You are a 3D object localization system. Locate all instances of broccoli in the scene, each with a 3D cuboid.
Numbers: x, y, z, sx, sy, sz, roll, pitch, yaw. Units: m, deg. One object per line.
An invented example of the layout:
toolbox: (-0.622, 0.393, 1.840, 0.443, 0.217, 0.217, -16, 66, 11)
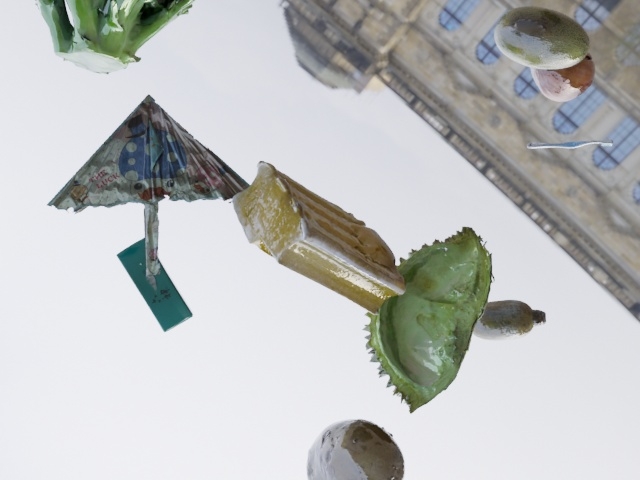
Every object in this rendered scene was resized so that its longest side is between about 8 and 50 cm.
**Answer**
broccoli: (-0.254, -0.333, 0.986, 0.261, 0.242, 0.269, 7, 176, 38)

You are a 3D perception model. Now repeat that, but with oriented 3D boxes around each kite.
kite: (-0.322, -0.111, 1.542, 0.014, 0.405, 0.369, 93, 172, -77)

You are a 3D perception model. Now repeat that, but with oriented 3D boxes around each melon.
melon: (0.374, -0.341, 1.364, 0.162, 0.099, 0.099, 22, -161, 25)

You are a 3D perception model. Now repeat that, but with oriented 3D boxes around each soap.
soap: (0.000, 0.000, 1.508, 0.281, 0.143, 0.259, 33, -167, -39)

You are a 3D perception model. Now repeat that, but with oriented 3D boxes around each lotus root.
lotus root: (0.472, 0.200, 2.038, 0.113, 0.192, 0.088, -75, -31, -41)

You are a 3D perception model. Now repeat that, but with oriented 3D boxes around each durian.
durian: (0.212, 0.138, 1.609, 0.163, 0.394, 0.198, 39, 166, -35)

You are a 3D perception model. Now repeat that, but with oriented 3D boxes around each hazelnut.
hazelnut: (0.547, -0.391, 1.848, 0.143, 0.143, 0.154, 18, -149, -37)

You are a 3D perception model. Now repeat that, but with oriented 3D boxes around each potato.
potato: (0.062, 0.409, 1.487, 0.165, 0.262, 0.165, 10, -119, -19)

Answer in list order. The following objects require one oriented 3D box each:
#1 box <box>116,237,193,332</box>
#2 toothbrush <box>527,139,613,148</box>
box: (-0.440, 0.119, 2.155, 0.245, 0.092, 0.153, 59, 170, -2)
toothbrush: (0.488, -0.190, 1.581, 0.017, 0.162, 0.014, 63, -148, -58)
